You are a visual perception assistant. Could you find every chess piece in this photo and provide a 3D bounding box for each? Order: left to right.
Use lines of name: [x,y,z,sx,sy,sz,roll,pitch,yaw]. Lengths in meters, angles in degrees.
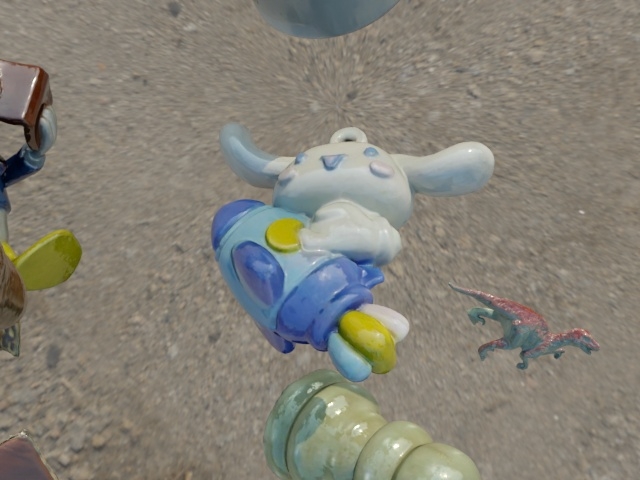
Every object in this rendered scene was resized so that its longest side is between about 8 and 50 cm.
chess piece: [0.087,0.314,1.545,0.182,0.330,0.182,-15,113,-39]

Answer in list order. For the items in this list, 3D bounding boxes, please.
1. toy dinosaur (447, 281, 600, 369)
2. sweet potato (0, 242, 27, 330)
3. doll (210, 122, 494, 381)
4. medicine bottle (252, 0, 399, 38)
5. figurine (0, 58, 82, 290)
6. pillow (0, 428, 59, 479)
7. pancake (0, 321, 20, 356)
toy dinosaur: [0.303,0.123,1.712,0.167,0.053,0.242,-27,118,30]
sweet potato: [-0.206,-0.004,0.525,0.114,0.341,0.092,-40,74,-22]
doll: [-0.005,-0.005,1.386,0.376,0.366,0.187,-6,142,38]
medicine bottle: [-0.013,-0.411,1.376,0.237,0.232,0.238,-8,58,13]
figurine: [-0.443,-0.102,1.351,0.338,0.204,0.284,29,99,38]
pillow: [-0.450,0.331,1.406,0.232,0.043,0.126,-25,123,1]
pancake: [-0.463,0.101,1.465,0.190,0.020,0.184,46,118,22]
